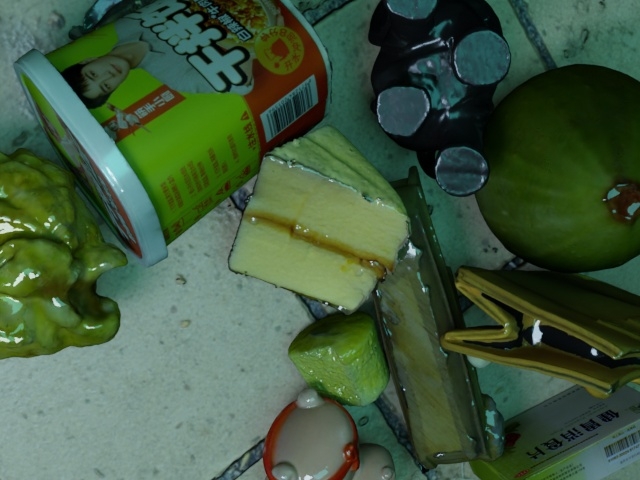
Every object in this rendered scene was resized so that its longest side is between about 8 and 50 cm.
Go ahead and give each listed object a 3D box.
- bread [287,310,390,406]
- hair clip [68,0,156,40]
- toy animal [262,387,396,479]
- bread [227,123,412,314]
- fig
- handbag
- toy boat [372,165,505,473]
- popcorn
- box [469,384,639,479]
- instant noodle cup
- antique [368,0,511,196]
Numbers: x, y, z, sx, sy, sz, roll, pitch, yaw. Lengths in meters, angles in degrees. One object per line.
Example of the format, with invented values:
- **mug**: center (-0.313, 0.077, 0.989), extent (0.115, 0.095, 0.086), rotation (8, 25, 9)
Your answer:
- **bread**: center (0.032, 0.162, 1.422), extent (0.111, 0.129, 0.114), rotation (-42, 120, -39)
- **hair clip**: center (-0.163, -0.350, 1.326), extent (0.358, 0.096, 0.110), rotation (-41, 68, -15)
- **toy animal**: center (0.006, 0.312, 1.404), extent (0.197, 0.171, 0.171), rotation (42, 85, -24)
- **bread**: center (0.000, 0.000, 1.297), extent (0.135, 0.240, 0.178), rotation (-28, 65, -38)
- **fig**: center (0.359, -0.086, 1.375), extent (0.316, 0.316, 0.316), rotation (-2, 98, -15)
- **handbag**: center (0.372, 0.131, 1.358), extent (0.401, 0.283, 0.133), rotation (6, 98, -48)
- **toy boat**: center (0.156, 0.118, 1.433), extent (0.135, 0.162, 0.446), rotation (-12, 104, 20)
- **popcorn**: center (-0.370, 0.017, 1.232), extent (0.241, 0.235, 0.250), rotation (-11, 106, -28)
- **box**: center (0.363, 0.297, 1.503), extent (0.260, 0.175, 0.062), rotation (-23, 105, -11)
- **instant noodle cup**: center (-0.163, -0.167, 1.243), extent (0.308, 0.294, 0.294), rotation (-35, 105, -16)
- **antique**: center (0.150, -0.239, 1.331), extent (0.185, 0.255, 0.322), rotation (5, 110, 4)
